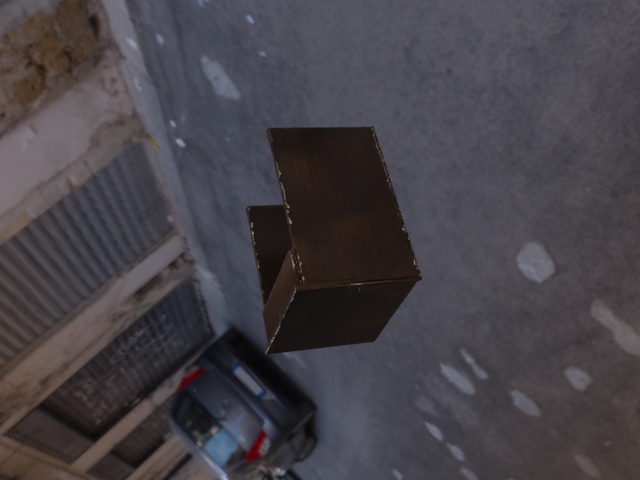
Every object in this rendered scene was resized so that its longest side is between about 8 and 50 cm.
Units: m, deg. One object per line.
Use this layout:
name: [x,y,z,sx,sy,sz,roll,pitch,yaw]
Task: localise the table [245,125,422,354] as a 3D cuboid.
table: [0.000,0.000,1.210,0.250,0.196,0.282,114,147,-58]
